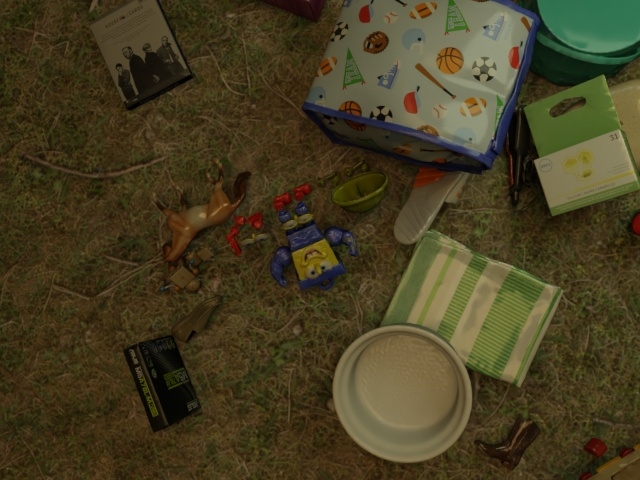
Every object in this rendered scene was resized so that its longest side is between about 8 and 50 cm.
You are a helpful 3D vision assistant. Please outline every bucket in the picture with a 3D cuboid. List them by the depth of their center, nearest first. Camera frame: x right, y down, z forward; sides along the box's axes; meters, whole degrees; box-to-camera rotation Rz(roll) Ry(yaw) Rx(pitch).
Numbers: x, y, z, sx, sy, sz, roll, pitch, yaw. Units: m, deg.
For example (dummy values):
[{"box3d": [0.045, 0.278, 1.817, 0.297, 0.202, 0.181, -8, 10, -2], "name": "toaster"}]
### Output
[{"box3d": [0.548, -0.467, 1.319, 0.281, 0.183, 0.281, -1, 86, 9], "name": "bucket"}]

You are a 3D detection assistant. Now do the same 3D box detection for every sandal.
[{"box3d": [0.246, -0.095, 1.392, 0.102, 0.076, 0.265, 26, 78, 39], "name": "sandal"}]

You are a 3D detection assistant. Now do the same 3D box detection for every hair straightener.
[{"box3d": [0.430, -0.175, 1.365, 0.047, 0.089, 0.230, 6, 86, -29], "name": "hair straightener"}]

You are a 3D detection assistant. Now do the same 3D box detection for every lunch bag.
[{"box3d": [0.213, -0.328, 1.309, 0.386, 0.239, 0.327, 16, 85, 25], "name": "lunch bag"}]

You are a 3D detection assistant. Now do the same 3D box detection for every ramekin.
[{"box3d": [0.172, 0.302, 1.334, 0.277, 0.135, 0.277, 1, 92, 13], "name": "ramekin"}]

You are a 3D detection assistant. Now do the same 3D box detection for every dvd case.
[{"box3d": [-0.431, -0.456, 1.540, 0.179, 0.029, 0.238, -26, 82, 6], "name": "dvd case"}]

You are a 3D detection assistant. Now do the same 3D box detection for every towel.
[{"box3d": [0.323, 0.144, 1.387, 0.325, 0.038, 0.247, 24, 91, 9], "name": "towel"}]

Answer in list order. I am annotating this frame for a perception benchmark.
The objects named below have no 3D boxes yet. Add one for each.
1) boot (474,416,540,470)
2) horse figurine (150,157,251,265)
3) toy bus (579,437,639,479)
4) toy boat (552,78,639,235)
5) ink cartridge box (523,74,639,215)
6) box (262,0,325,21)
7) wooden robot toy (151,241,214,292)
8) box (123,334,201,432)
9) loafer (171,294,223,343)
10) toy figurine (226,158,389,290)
[{"box3d": [0.395, 0.411, 1.358, 0.106, 0.037, 0.114, 32, 95, -4], "name": "boot"}, {"box3d": [-0.272, -0.076, 1.465, 0.263, 0.066, 0.174, -25, 68, 7], "name": "horse figurine"}, {"box3d": [0.596, 0.500, 1.269, 0.202, 0.191, 0.104, -3, 124, 31], "name": "toy bus"}, {"box3d": [0.613, -0.150, 1.314, 0.268, 0.148, 0.318, -26, 81, 32], "name": "toy boat"}, {"box3d": [0.505, -0.184, 1.261, 0.171, 0.056, 0.235, -20, 86, 33], "name": "ink cartridge box"}, {"box3d": [-0.082, -0.654, 1.458, 0.243, 0.117, 0.213, 24, 90, 10], "name": "box"}, {"box3d": [-0.301, 0.080, 1.481, 0.173, 0.076, 0.079, -42, 117, 4], "name": "wooden robot toy"}, {"box3d": [-0.340, 0.304, 1.396, 0.045, 0.191, 0.184, -26, 82, 7], "name": "box"}, {"box3d": [-0.273, 0.180, 1.465, 0.148, 0.056, 0.050, -40, 82, 14], "name": "loafer"}, {"box3d": [0.000, 0.000, 1.421, 0.363, 0.191, 0.217, -24, 113, -1], "name": "toy figurine"}]
